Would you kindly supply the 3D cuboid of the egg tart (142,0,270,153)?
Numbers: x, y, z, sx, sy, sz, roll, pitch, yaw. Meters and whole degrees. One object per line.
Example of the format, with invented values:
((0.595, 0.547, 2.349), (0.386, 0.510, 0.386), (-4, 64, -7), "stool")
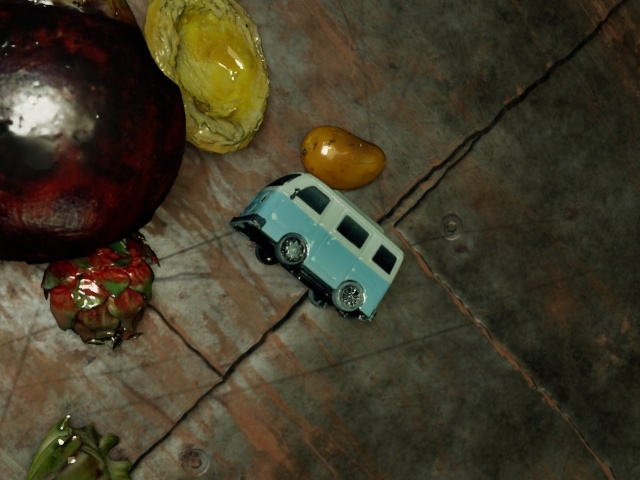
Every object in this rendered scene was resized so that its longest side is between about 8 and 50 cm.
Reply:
((-0.190, -0.273, 1.335), (0.288, 0.118, 0.288), (15, 71, -49), "egg tart")

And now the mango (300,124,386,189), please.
((0.041, -0.137, 1.464), (0.159, 0.084, 0.105), (15, 92, -17), "mango")

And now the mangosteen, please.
((-0.382, -0.173, 1.104), (0.381, 0.381, 0.421), (-30, 85, -15), "mangosteen")

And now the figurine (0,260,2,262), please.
((-0.575, -0.008, 1.248), (0.276, 0.133, 0.200), (-9, 106, -13), "figurine")

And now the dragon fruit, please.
((-0.338, 0.065, 1.306), (0.182, 0.182, 0.188), (16, 77, -18), "dragon fruit")

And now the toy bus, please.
((0.000, 0.000, 1.431), (0.271, 0.133, 0.165), (40, 75, -17), "toy bus")

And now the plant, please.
((-0.438, 0.423, 1.286), (0.333, 0.180, 0.251), (-22, 87, -13), "plant")
